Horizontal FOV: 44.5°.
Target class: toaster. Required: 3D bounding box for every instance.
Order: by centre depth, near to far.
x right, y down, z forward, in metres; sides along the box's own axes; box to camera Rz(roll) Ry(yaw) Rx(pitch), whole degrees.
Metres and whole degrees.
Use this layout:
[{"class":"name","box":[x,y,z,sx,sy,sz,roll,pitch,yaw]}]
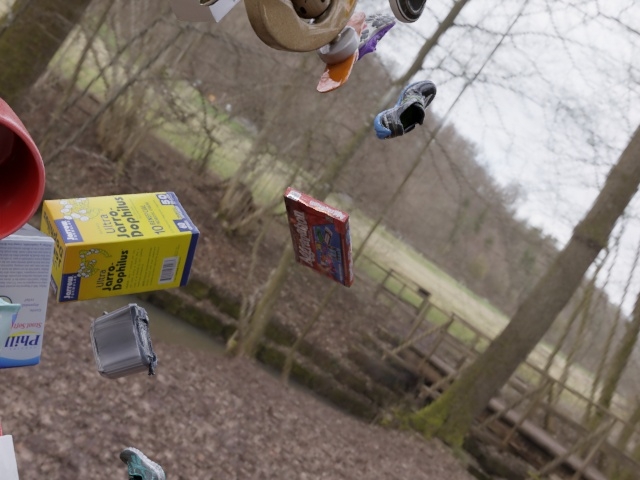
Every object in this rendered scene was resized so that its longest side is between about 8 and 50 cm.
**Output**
[{"class":"toaster","box":[-0.553,0.297,2.204,0.129,0.146,0.227,68,4,-73]}]

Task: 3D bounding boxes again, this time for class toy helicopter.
[{"class":"toy helicopter","box":[0.043,-0.350,1.079,0.140,0.355,0.235,10,-59,47]}]

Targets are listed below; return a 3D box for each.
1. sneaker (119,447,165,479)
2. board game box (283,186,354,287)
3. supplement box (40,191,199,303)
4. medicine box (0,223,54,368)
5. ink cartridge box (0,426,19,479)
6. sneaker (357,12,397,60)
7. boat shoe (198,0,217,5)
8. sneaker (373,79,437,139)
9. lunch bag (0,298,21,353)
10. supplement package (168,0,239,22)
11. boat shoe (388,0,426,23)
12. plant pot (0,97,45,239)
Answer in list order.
[{"class":"sneaker","box":[-0.515,0.640,2.191,0.166,0.065,0.076,19,35,33]},{"class":"board game box","box":[0.000,0.000,1.693,0.145,0.027,0.281,26,-26,19]},{"class":"supplement box","box":[-0.530,0.012,2.051,0.356,0.195,0.194,-7,42,-34]},{"class":"medicine box","box":[-0.723,0.104,1.728,0.149,0.290,0.263,2,11,-42]},{"class":"ink cartridge box","box":[-0.701,0.385,1.376,0.296,0.066,0.261,-5,69,-36]},{"class":"sneaker","box":[0.130,-0.517,1.981,0.068,0.170,0.071,34,-25,35]},{"class":"boat shoe","box":[-0.220,-0.570,1.735,0.049,0.137,0.043,50,31,-12]},{"class":"sneaker","box":[0.178,-0.248,1.511,0.078,0.188,0.067,9,-50,37]},{"class":"lunch bag","box":[-0.505,0.147,0.918,0.160,0.224,0.262,22,-3,9]},{"class":"supplement package","box":[-0.314,-0.802,2.317,0.177,0.293,0.175,15,-35,36]},{"class":"boat shoe","box":[0.157,-0.453,1.232,0.077,0.219,0.070,-10,25,-30]},{"class":"plant pot","box":[-0.671,-0.163,1.483,0.275,0.275,0.243,34,12,-35]}]
